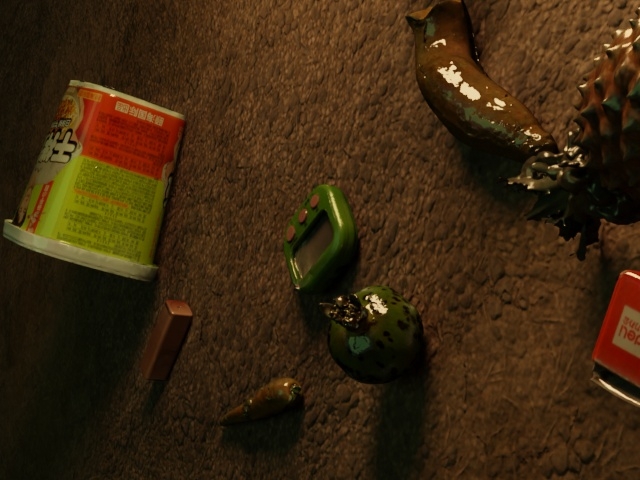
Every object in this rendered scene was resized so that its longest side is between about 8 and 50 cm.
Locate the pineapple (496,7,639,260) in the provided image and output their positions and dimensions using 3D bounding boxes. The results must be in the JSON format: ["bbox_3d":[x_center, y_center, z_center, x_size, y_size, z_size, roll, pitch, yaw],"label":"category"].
[{"bbox_3d":[0.278,-0.094,1.014,0.361,0.175,0.175,142,129,-68],"label":"pineapple"}]

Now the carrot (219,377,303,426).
[{"bbox_3d":[-0.096,0.247,1.676,0.254,0.049,0.049,-35,54,55],"label":"carrot"}]

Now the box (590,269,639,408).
[{"bbox_3d":[0.329,0.094,0.910,0.133,0.182,0.099,29,108,53],"label":"box"}]

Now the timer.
[{"bbox_3d":[0.000,0.000,1.574,0.140,0.047,0.128,-52,41,38],"label":"timer"}]

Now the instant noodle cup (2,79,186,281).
[{"bbox_3d":[-0.392,-0.113,2.037,0.294,0.294,0.308,18,91,57],"label":"instant noodle cup"}]

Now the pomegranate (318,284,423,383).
[{"bbox_3d":[0.057,0.107,1.366,0.122,0.161,0.122,-17,56,27],"label":"pomegranate"}]

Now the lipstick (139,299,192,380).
[{"bbox_3d":[-0.266,0.173,1.952,0.045,0.045,0.145,55,129,46],"label":"lipstick"}]

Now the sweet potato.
[{"bbox_3d":[0.173,-0.181,1.308,0.112,0.085,0.286,-56,40,27],"label":"sweet potato"}]
